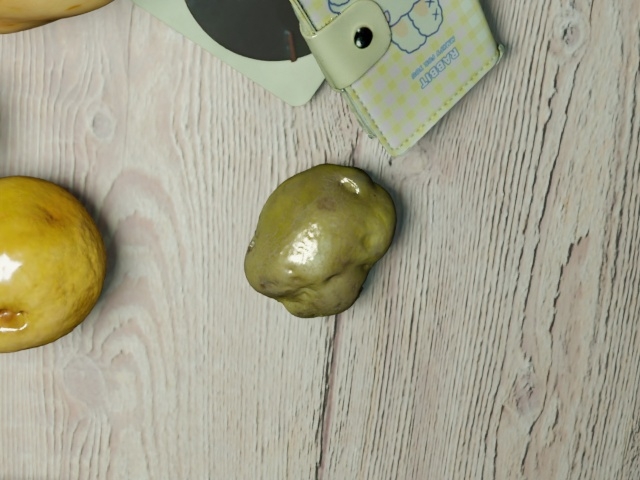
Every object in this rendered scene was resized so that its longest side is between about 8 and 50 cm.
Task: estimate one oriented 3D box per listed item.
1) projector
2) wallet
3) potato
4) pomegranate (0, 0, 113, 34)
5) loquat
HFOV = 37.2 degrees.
[{"bbox_3d":[-0.057,-0.326,1.097,0.257,0.079,0.259,31,101,-25],"label":"projector"},{"bbox_3d":[0.077,-0.271,1.078,0.223,0.077,0.310,-41,130,-7],"label":"wallet"},{"bbox_3d":[-0.002,-0.002,1.175,0.154,0.137,0.200,26,100,-46],"label":"potato"},{"bbox_3d":[-0.292,-0.404,0.903,0.411,0.411,0.412,-2,105,-9],"label":"pomegranate"},{"bbox_3d":[-0.354,0.026,1.090,0.207,0.208,0.208,-2,105,-9],"label":"loquat"}]
